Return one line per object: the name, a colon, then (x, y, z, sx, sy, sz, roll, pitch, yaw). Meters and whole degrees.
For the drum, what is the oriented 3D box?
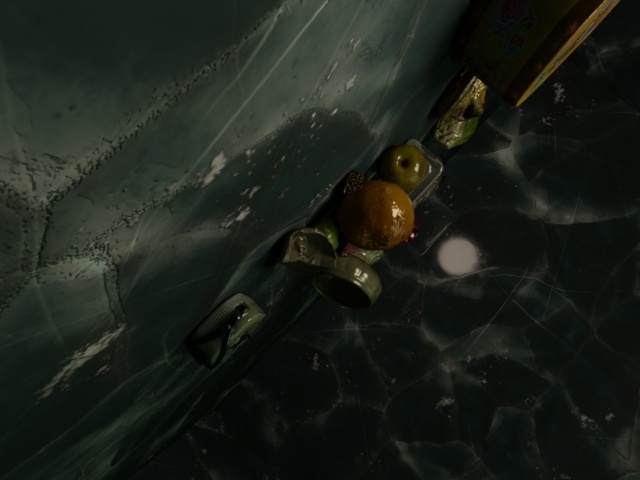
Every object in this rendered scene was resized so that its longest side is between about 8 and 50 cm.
drum: (0.514, -0.533, 0.915, 0.431, 0.214, 0.431, -44, 171, -9)

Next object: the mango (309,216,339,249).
mango: (0.001, 0.001, 1.207, 0.119, 0.100, 0.178, -46, 178, -20)

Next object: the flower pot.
flower pot: (0.125, 0.118, 1.698, 0.244, 0.307, 0.307, -64, 180, -29)

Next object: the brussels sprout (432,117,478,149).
brussels sprout: (0.525, -0.437, 1.569, 0.183, 0.131, 0.145, -56, 162, 22)

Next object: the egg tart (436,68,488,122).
egg tart: (0.502, -0.486, 1.333, 0.297, 0.132, 0.297, -51, 172, -10)

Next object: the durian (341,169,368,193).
durian: (0.098, -0.159, 1.112, 0.130, 0.052, 0.066, -50, 172, -51)

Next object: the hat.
hat: (-0.062, 0.027, 1.117, 0.166, 0.173, 0.144, 13, 91, -34)

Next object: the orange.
orange: (0.157, -0.071, 1.161, 0.219, 0.219, 0.193, 99, 11, -73)

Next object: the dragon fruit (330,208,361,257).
dragon fruit: (0.113, -0.043, 1.367, 0.282, 0.147, 0.211, -48, 171, 0)

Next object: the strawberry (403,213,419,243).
strawberry: (0.275, -0.087, 1.579, 0.205, 0.244, 0.205, -44, 167, -12)

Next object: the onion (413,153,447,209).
onion: (0.397, -0.267, 1.741, 0.314, 0.146, 0.280, -33, 141, -19)

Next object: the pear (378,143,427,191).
pear: (0.254, -0.220, 1.257, 0.149, 0.149, 0.162, -47, 165, 2)

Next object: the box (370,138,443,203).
box: (0.292, -0.219, 1.403, 0.227, 0.162, 0.130, -48, 180, 4)

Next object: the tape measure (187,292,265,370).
tape measure: (-0.261, 0.260, 1.094, 0.235, 0.115, 0.207, -45, 172, -7)
